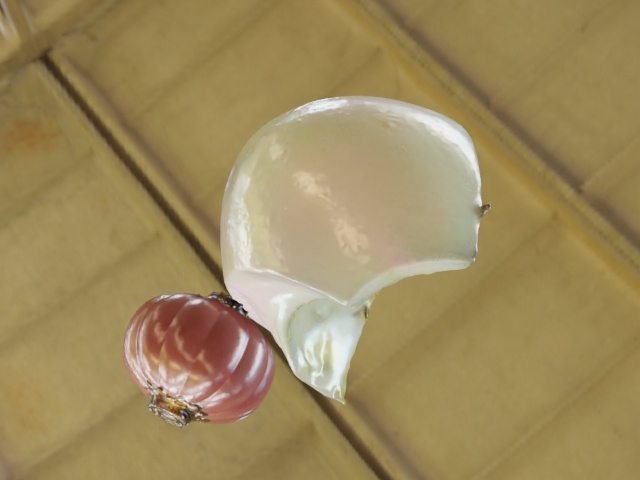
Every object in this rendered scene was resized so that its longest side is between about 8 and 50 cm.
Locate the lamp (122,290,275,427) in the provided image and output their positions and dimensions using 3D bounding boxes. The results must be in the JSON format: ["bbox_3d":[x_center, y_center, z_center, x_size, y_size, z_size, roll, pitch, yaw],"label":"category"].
[{"bbox_3d":[-0.083,0.080,0.971,0.107,0.107,0.092,19,-114,21],"label":"lamp"}]

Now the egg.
[{"bbox_3d":[0.000,-0.014,1.103,0.162,0.271,0.206,17,-118,-17],"label":"egg"}]
